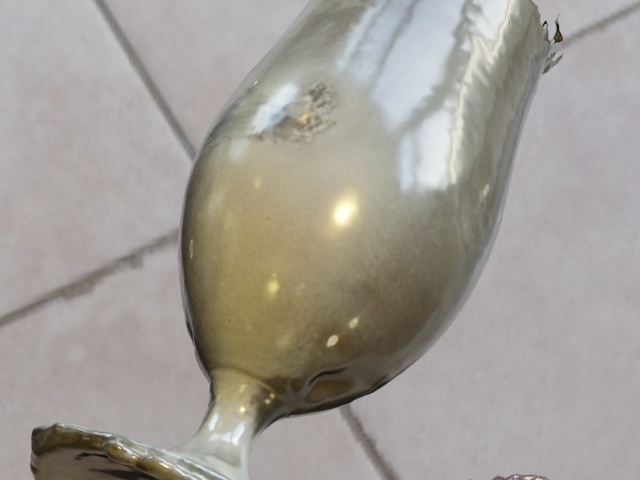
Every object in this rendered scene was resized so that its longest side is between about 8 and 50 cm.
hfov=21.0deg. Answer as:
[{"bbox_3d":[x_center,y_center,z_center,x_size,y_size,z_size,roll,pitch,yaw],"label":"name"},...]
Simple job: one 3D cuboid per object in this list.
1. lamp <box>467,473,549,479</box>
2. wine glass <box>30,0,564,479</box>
[{"bbox_3d":[0.093,0.239,0.768,0.151,0.223,0.215,-6,34,46],"label":"lamp"},{"bbox_3d":[0.000,0.000,0.533,0.103,0.103,0.222,20,60,10],"label":"wine glass"}]
